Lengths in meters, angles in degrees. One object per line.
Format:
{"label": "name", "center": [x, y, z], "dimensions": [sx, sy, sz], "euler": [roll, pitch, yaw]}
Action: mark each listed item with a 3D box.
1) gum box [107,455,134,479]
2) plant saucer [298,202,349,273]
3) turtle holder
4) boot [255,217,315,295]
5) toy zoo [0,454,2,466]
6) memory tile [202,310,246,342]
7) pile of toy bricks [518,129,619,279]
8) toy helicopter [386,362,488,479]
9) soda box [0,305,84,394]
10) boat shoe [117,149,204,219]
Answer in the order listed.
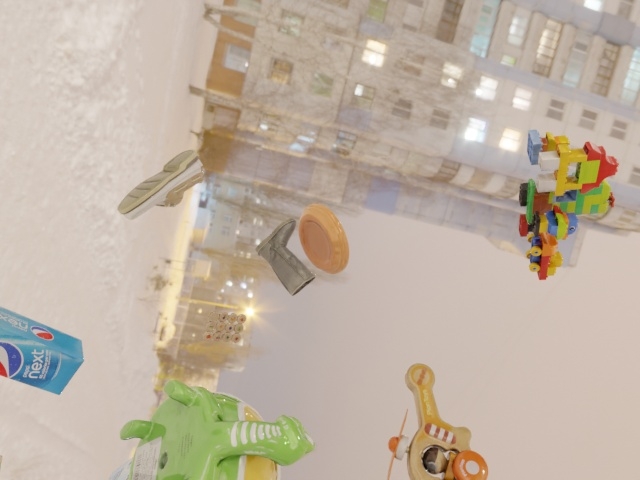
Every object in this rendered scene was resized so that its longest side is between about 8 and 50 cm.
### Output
{"label": "gum box", "center": [-0.360, 0.469, 1.032], "dimensions": [0.184, 0.041, 0.157], "euler": [-37, -175, -5]}
{"label": "plant saucer", "center": [0.000, 0.000, 1.350], "dimensions": [0.200, 0.037, 0.200], "euler": [34, -45, 41]}
{"label": "turtle holder", "center": [-0.174, 0.355, 0.842], "dimensions": [0.320, 0.227, 0.243], "euler": [-54, -144, 10]}
{"label": "boot", "center": [-0.092, 0.052, 1.674], "dimensions": [0.189, 0.208, 0.076], "euler": [-46, 157, -4]}
{"label": "toy zoo", "center": [-0.664, 0.528, 0.890], "dimensions": [0.192, 0.030, 0.293], "euler": [69, 9, -61]}
{"label": "memory tile", "center": [-0.335, 0.305, 1.771], "dimensions": [0.012, 0.148, 0.113], "euler": [27, -78, 53]}
{"label": "pile of toy bricks", "center": [0.320, -0.053, 0.642], "dimensions": [0.118, 0.105, 0.212], "euler": [-81, 162, -45]}
{"label": "toy helicopter", "center": [0.273, 0.495, 1.322], "dimensions": [0.140, 0.235, 0.355], "euler": [90, -6, -53]}
{"label": "soda box", "center": [-0.457, 0.145, 0.725], "dimensions": [0.067, 0.210, 0.071], "euler": [-55, -147, -1]}
{"label": "boat shoe", "center": [-0.454, -0.147, 1.487], "dimensions": [0.113, 0.103, 0.302], "euler": [10, -135, 40]}
